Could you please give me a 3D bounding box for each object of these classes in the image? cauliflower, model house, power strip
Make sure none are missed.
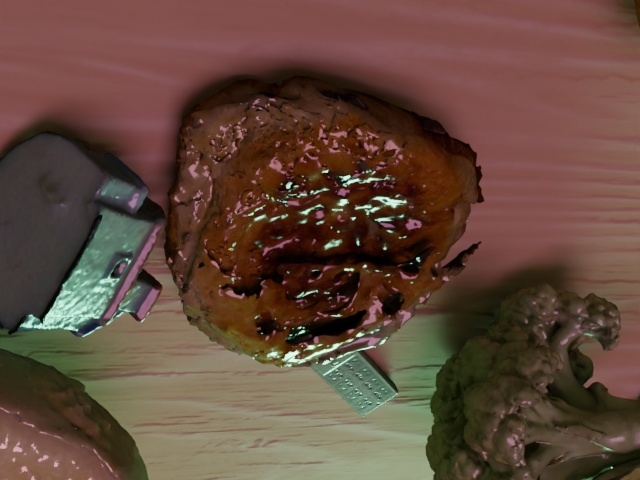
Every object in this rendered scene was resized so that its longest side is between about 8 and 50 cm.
[{"bbox_3d":[0.236,0.173,1.040,0.281,0.260,0.327,-24,167,3],"label":"cauliflower"},{"bbox_3d":[-0.181,0.006,0.824,0.148,0.119,0.149,-57,150,4],"label":"model house"},{"bbox_3d":[0.028,0.129,1.057,0.051,0.019,0.136,-32,133,9],"label":"power strip"}]

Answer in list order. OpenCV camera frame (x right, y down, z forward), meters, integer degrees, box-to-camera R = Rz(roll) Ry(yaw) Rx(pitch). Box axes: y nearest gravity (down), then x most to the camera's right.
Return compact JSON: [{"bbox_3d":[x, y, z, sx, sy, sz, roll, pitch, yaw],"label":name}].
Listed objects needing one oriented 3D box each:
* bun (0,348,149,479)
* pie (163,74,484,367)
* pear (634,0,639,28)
[{"bbox_3d":[-0.327,0.212,0.865,0.364,0.202,0.364,-10,125,-15],"label":"bun"},{"bbox_3d":[0.000,-0.001,0.891,0.308,0.085,0.308,-12,133,-13],"label":"pie"},{"bbox_3d":[0.330,-0.183,0.813,0.178,0.178,0.178,-11,132,-13],"label":"pear"}]
